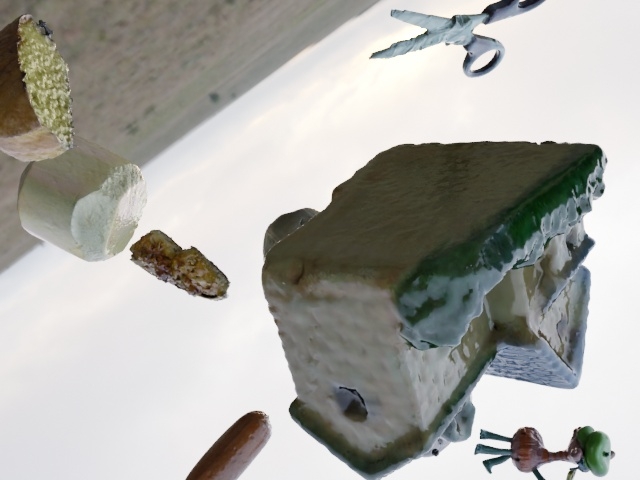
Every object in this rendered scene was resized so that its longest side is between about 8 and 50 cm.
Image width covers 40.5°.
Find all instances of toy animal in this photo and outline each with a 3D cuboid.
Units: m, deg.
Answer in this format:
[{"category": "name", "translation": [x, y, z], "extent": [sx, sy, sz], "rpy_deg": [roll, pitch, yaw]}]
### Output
[{"category": "toy animal", "translation": [0.343, 0.336, 1.337], "extent": [0.208, 0.103, 0.100], "rpy_deg": [-5, 162, 29]}]

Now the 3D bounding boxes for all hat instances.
[{"category": "hat", "translation": [0.008, 0.000, 1.867], "extent": [0.275, 0.161, 0.232], "rpy_deg": [-16, 152, 9]}]

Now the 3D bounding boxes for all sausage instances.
[{"category": "sausage", "translation": [-0.157, 0.373, 1.487], "extent": [0.197, 0.076, 0.076], "rpy_deg": [-46, -167, -15]}]

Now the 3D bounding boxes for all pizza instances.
[{"category": "pizza", "translation": [-0.328, 0.063, 1.971], "extent": [0.305, 0.161, 0.085], "rpy_deg": [25, -119, 31]}]

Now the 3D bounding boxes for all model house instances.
[{"category": "model house", "translation": [0.156, 0.095, 1.088], "extent": [0.334, 0.343, 0.382], "rpy_deg": [5, -150, 39]}]

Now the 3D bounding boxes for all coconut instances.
[{"category": "coconut", "translation": [-0.501, -0.092, 1.780], "extent": [0.239, 0.244, 0.239], "rpy_deg": [24, 90, -83]}]

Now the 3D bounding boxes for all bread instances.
[{"category": "bread", "translation": [-0.440, -0.205, 1.248], "extent": [0.134, 0.129, 0.260], "rpy_deg": [-24, -135, 9]}]

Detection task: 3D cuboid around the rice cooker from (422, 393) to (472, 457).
[{"category": "rice cooker", "translation": [0.199, 0.304, 1.573], "extent": [0.142, 0.118, 0.203], "rpy_deg": [-29, 143, -32]}]

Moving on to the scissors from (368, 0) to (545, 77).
[{"category": "scissors", "translation": [0.234, -0.359, 1.467], "extent": [0.383, 0.029, 0.256], "rpy_deg": [-13, 152, -40]}]
